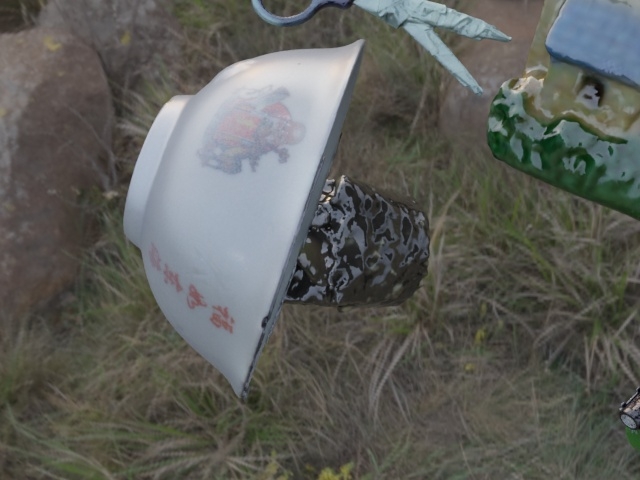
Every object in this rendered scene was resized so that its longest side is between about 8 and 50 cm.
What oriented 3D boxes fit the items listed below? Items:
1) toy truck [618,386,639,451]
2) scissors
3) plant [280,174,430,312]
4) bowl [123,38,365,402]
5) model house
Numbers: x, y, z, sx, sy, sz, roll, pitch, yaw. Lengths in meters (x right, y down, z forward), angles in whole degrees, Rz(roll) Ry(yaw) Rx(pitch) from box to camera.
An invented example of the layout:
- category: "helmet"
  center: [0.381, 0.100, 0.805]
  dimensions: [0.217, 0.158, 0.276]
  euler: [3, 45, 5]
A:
- category: "toy truck"
  center: [0.569, 0.291, 1.332]
  dimensions: [0.101, 0.125, 0.242]
  euler: [-35, 13, -22]
- category: "scissors"
  center: [0.105, -0.357, 1.309]
  dimensions: [0.383, 0.029, 0.256]
  euler: [35, 88, 5]
- category: "plant"
  center: [0.000, 0.000, 1.171]
  dimensions: [0.276, 0.188, 0.199]
  euler: [7, 84, -26]
- category: "bowl"
  center: [-0.082, -0.043, 0.803]
  dimensions: [0.157, 0.345, 0.345]
  euler: [20, 59, 0]
- category: "model house"
  center: [0.419, -0.208, 0.824]
  dimensions: [0.382, 0.342, 0.334]
  euler: [31, 43, 22]
